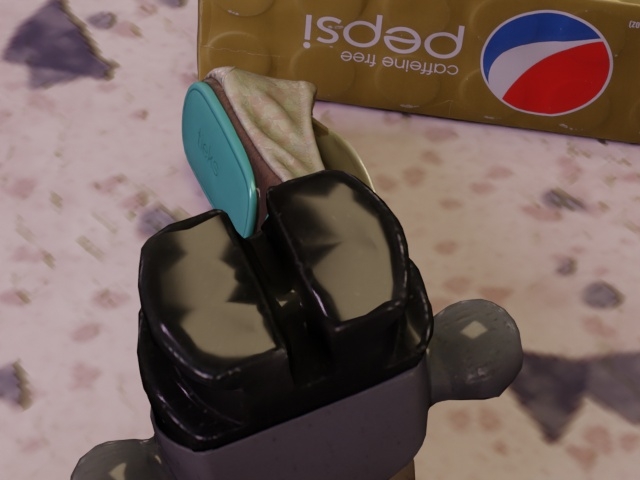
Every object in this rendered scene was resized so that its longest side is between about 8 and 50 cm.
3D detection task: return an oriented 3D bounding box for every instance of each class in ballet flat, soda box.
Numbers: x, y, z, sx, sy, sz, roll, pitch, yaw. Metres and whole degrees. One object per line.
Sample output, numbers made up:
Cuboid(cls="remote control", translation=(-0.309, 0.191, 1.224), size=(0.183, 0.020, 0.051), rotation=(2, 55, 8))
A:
Cuboid(cls="ballet flat", translation=(0.000, 0.000, 0.597), size=(0.052, 0.057, 0.168), rotation=(0, 42, -20))
Cuboid(cls="soda box", translation=(0.050, -0.082, 0.684), size=(0.181, 0.061, 0.058), rotation=(8, 44, 3))

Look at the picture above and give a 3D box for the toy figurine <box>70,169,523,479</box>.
Cuboid(cls="toy figurine", translation=(0.029, 0.114, 0.376), size=(0.213, 0.148, 0.210), rotation=(16, 63, 13))
